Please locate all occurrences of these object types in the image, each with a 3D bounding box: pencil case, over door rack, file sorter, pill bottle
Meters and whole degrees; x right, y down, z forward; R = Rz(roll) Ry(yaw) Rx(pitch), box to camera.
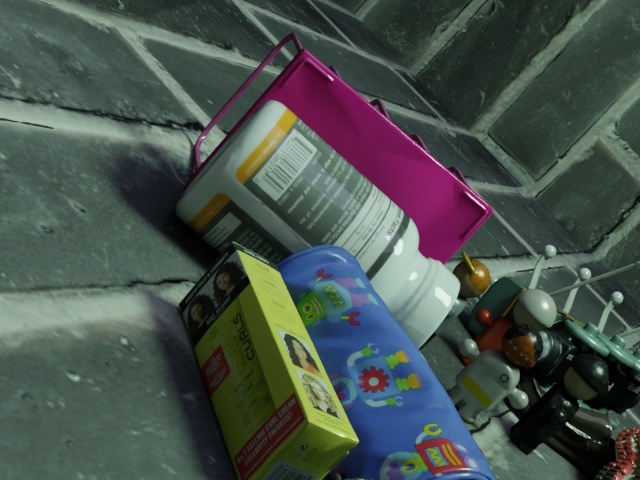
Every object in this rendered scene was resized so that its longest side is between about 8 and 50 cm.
[{"bbox_3d":[0.034,0.140,1.058,0.119,0.133,0.306,88,-22,-44],"label":"pencil case"},{"bbox_3d":[0.458,0.089,1.937,0.239,0.324,0.108,28,61,-42],"label":"over door rack"},{"bbox_3d":[0.015,-0.078,1.440,0.290,0.202,0.182,38,13,-19],"label":"file sorter"},{"bbox_3d":[0.000,0.000,1.259,0.278,0.162,0.162,42,15,-9],"label":"pill bottle"}]

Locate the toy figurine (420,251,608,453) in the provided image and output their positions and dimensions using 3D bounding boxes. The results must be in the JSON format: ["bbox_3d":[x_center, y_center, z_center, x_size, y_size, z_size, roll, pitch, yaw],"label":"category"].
[{"bbox_3d":[0.232,0.135,1.508,0.209,0.148,0.213,31,20,-38],"label":"toy figurine"}]

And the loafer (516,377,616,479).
[{"bbox_3d":[0.352,0.252,1.631,0.220,0.078,0.080,40,15,-12],"label":"loafer"}]

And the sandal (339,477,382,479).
[{"bbox_3d":[0.164,0.318,0.823,0.446,0.107,0.167,45,42,5],"label":"sandal"}]

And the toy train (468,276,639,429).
[{"bbox_3d":[0.362,0.166,1.800,0.334,0.142,0.190,26,14,-49],"label":"toy train"}]

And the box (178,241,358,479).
[{"bbox_3d":[-0.049,0.106,0.997,0.058,0.087,0.232,29,22,-36],"label":"box"}]

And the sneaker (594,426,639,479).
[{"bbox_3d":[0.408,0.305,1.543,0.225,0.088,0.093,-30,116,-48],"label":"sneaker"}]
